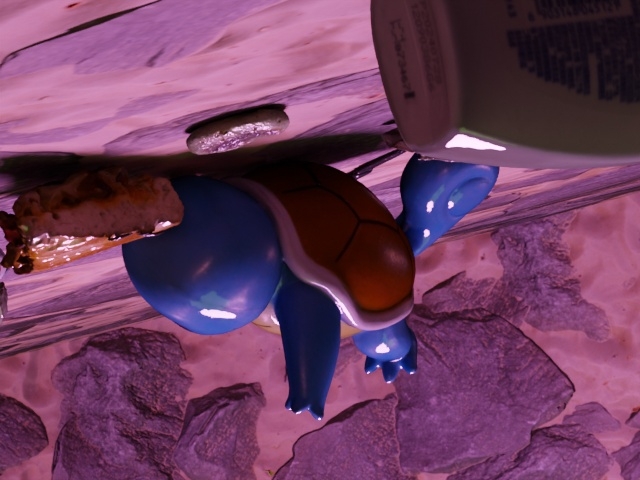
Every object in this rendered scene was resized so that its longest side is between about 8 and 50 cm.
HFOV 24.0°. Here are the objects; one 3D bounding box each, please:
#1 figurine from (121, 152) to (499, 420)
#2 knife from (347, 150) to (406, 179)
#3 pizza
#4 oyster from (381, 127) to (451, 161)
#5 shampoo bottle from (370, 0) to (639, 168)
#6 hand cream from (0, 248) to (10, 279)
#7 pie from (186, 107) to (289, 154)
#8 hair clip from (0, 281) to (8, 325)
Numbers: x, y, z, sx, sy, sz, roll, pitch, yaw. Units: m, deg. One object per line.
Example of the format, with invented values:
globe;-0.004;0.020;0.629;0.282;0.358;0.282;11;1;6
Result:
figurine;-0.006;0.024;1.457;0.416;0.298;0.243;-15;147;-35
knife;0.055;-0.079;1.620;0.023;0.010;0.170;-17;176;-32
pizza;-0.206;-0.021;1.212;0.154;0.069;0.194;-15;175;9
oyster;0.153;-0.113;1.362;0.200;0.061;0.106;-12;-167;8
shampoo bottle;0.205;-0.116;0.857;0.359;0.134;0.078;-11;177;-27
hand cream;-0.350;0.014;1.437;0.067;0.042;0.194;-6;171;11
pie;-0.062;-0.085;1.173;0.085;0.017;0.085;-14;176;-1
hair clip;-0.364;0.037;1.290;0.138;0.091;0.321;26;155;-29
